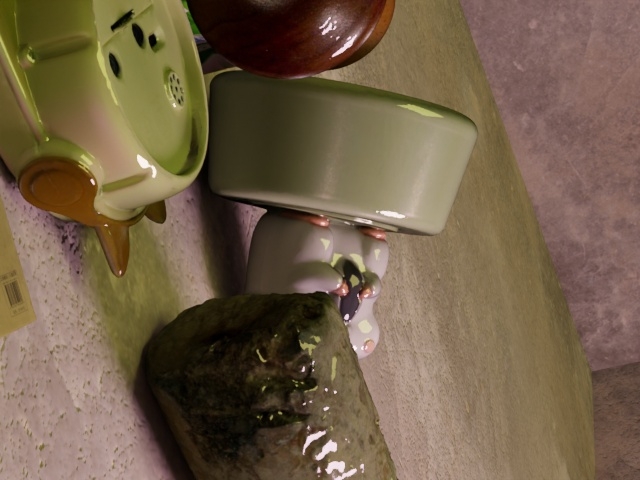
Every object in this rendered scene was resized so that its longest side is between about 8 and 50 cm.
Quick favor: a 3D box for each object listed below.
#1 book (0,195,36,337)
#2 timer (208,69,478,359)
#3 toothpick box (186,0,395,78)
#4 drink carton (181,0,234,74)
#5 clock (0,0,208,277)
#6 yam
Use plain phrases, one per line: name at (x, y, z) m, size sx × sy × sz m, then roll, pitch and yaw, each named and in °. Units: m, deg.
book at (-0.273, -0.015, 1.312) m, size 0.168 × 0.013 × 0.192 m, roll -30°, pitch 106°, yaw -73°
timer at (0.000, 0.000, 1.861) m, size 0.291 × 0.290 × 0.315 m, roll 19°, pitch 81°, yaw -71°
toothpick box at (-0.016, -0.246, 1.693) m, size 0.294 × 0.192 × 0.192 m, roll -10°, pitch 86°, yaw -79°
drink carton at (-0.151, -0.276, 1.770) m, size 0.271 × 0.108 × 0.161 m, roll 25°, pitch 55°, yaw -71°
clock at (-0.194, -0.154, 1.507) m, size 0.286 × 0.117 × 0.348 m, roll -63°, pitch 137°, yaw -65°
yam at (-0.033, 0.189, 1.643) m, size 0.195 × 0.195 × 0.300 m, roll -73°, pitch 147°, yaw -60°
